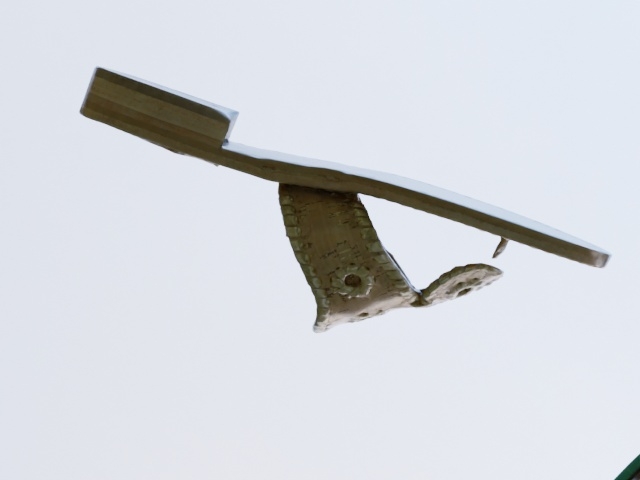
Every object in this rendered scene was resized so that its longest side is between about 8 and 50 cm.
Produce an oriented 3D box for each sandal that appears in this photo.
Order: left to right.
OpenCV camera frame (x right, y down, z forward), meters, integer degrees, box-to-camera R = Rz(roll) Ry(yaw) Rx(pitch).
[{"bbox_3d":[0.001,0.000,0.724,0.240,0.088,0.079,20,-84,3],"label":"sandal"}]

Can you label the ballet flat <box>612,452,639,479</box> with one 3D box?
[{"bbox_3d":[0.244,0.109,0.823,0.342,0.116,0.124,-53,-128,12],"label":"ballet flat"}]
